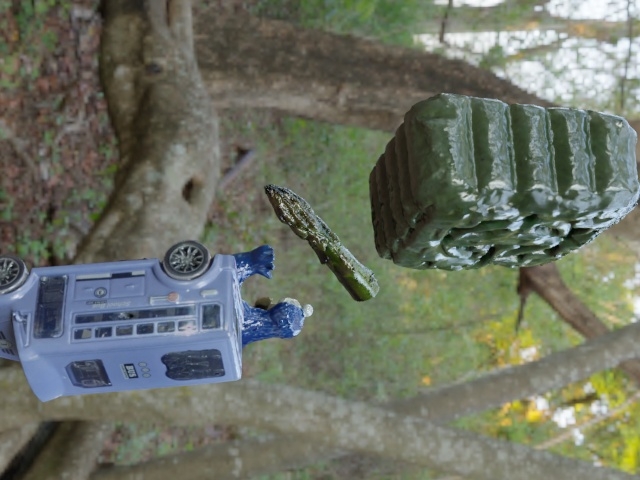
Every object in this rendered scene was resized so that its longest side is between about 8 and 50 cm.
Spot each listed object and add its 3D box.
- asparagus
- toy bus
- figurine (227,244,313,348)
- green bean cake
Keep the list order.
[{"bbox_3d":[0.000,0.000,0.937,0.030,0.165,0.036,-54,-152,-19],"label":"asparagus"},{"bbox_3d":[-0.132,0.052,0.591,0.073,0.167,0.076,86,-1,-53],"label":"toy bus"},{"bbox_3d":[-0.145,0.113,1.322,0.121,0.262,0.164,-87,161,-46],"label":"figurine"},{"bbox_3d":[0.145,-0.039,0.786,0.183,0.185,0.094,119,-30,-68],"label":"green bean cake"}]
